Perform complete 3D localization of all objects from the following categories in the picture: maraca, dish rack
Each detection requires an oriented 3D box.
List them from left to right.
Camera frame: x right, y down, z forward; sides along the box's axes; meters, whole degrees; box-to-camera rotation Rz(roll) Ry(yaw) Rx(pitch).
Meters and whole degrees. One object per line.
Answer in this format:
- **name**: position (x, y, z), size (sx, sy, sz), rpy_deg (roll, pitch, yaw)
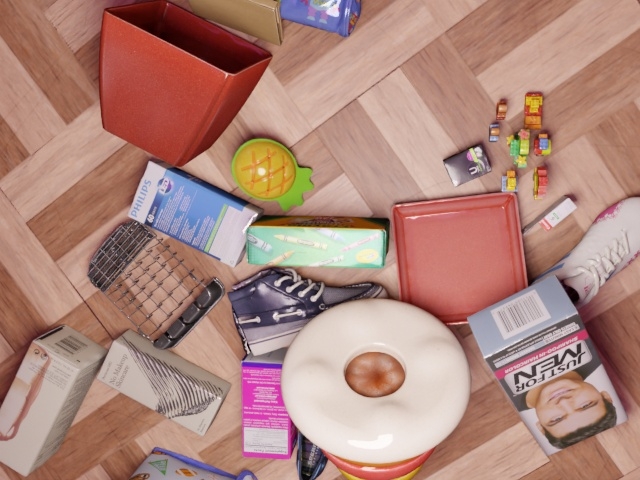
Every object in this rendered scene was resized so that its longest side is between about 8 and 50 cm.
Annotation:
- **dish rack**: position (-0.374, 0.094, 1.649), size (0.271, 0.074, 0.208), rpy_deg (44, 101, 1)
- **maraca**: position (-0.100, -0.138, 1.559), size (0.185, 0.099, 0.127), rpy_deg (31, 101, -24)

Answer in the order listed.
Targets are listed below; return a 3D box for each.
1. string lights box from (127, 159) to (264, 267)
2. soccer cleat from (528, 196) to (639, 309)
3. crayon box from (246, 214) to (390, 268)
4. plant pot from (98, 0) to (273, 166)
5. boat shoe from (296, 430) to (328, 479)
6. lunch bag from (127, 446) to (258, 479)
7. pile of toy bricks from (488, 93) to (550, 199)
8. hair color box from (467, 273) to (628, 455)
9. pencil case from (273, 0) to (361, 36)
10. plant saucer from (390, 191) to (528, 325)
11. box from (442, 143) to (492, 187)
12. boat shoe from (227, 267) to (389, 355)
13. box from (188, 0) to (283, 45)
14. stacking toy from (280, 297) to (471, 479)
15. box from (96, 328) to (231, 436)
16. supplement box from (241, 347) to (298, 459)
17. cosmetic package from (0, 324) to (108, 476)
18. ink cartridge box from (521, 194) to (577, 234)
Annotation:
- **string lights box**: position (-0.268, -0.060, 1.602), size (0.259, 0.077, 0.133), rpy_deg (26, 102, 3)
- **soccer cleat**: position (0.545, 0.053, 1.475), size (0.116, 0.143, 0.331), rpy_deg (43, 103, -2)
- **crayon box**: position (0.000, 0.000, 1.530), size (0.278, 0.165, 0.081), rpy_deg (2, 100, 7)
- **plant pot**: position (-0.290, -0.306, 1.484), size (0.267, 0.267, 0.236), rpy_deg (28, 115, 2)
- **boat shoe**: position (0.004, 0.419, 1.640), size (0.109, 0.089, 0.258), rpy_deg (6, 100, 7)
- **lunch bag**: position (-0.259, 0.639, 1.597), size (0.385, 0.328, 0.239), rpy_deg (19, 100, 6)
- **pile of toy bricks**: position (0.395, -0.189, 1.458), size (0.118, 0.105, 0.212), rpy_deg (0, 88, 7)
- **hair color box**: position (0.450, 0.254, 1.448), size (0.185, 0.114, 0.374), rpy_deg (-28, 128, 12)
- **pencil case**: position (-0.063, -0.508, 1.475), size (0.306, 0.119, 0.133), rpy_deg (19, 111, 3)
- **plant saucer**: position (0.285, 0.042, 1.528), size (0.258, 0.048, 0.259), rpy_deg (-6, 80, 9)
- **box**: position (0.300, -0.153, 1.520), size (0.083, 0.052, 0.062), rpy_deg (-23, 94, 12)
- **boat shoe**: position (-0.037, 0.120, 1.574), size (0.340, 0.127, 0.158), rpy_deg (-21, 102, 11)
- **box**: position (-0.174, -0.462, 1.479), size (0.201, 0.164, 0.021), rpy_deg (21, 82, 4)
- **stacking toy**: position (0.111, 0.382, 1.507), size (0.350, 0.351, 0.480), rpy_deg (3, 136, 7)
- **box**: position (-0.349, 0.318, 1.669), size (0.275, 0.094, 0.113), rpy_deg (26, 103, 2)
- **supplement box**: position (-0.110, 0.356, 1.634), size (0.113, 0.111, 0.220), rpy_deg (3, 101, 7)
- **cosmetic package**: position (-0.624, 0.359, 1.687), size (0.129, 0.153, 0.296), rpy_deg (30, 101, 4)
- **ink cartridge box**: position (0.464, -0.043, 1.511), size (0.115, 0.063, 0.029), rpy_deg (-42, 90, 13)
